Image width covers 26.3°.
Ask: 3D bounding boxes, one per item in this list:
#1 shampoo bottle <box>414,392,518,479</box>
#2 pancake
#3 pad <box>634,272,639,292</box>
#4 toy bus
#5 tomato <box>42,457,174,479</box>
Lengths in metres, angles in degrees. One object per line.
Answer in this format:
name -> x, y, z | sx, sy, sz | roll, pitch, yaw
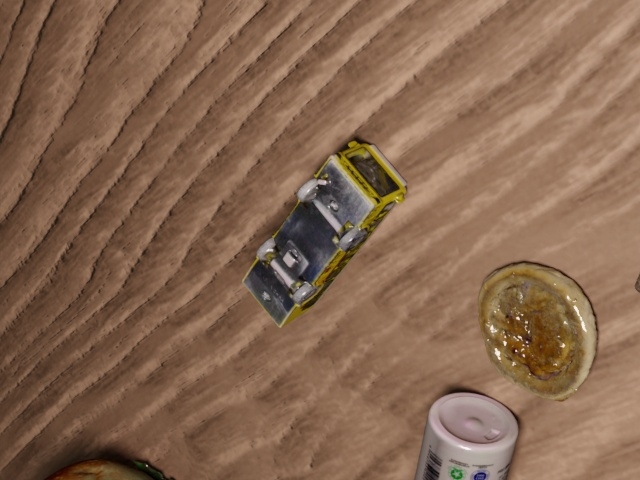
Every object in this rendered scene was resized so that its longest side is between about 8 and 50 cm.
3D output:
shampoo bottle -> 0.131, 0.300, 1.409 | 0.092, 0.092, 0.303 | 29, 129, 30
pancake -> 0.200, 0.085, 1.286 | 0.139, 0.022, 0.139 | 21, 122, 36
pad -> 0.376, 0.046, 1.114 | 0.235, 0.003, 0.158 | 37, 131, 25
toy bus -> 0.000, 0.000, 1.397 | 0.081, 0.074, 0.226 | 50, 136, 15
tomato -> -0.273, 0.419, 1.739 | 0.303, 0.303, 0.239 | 41, 117, 21
